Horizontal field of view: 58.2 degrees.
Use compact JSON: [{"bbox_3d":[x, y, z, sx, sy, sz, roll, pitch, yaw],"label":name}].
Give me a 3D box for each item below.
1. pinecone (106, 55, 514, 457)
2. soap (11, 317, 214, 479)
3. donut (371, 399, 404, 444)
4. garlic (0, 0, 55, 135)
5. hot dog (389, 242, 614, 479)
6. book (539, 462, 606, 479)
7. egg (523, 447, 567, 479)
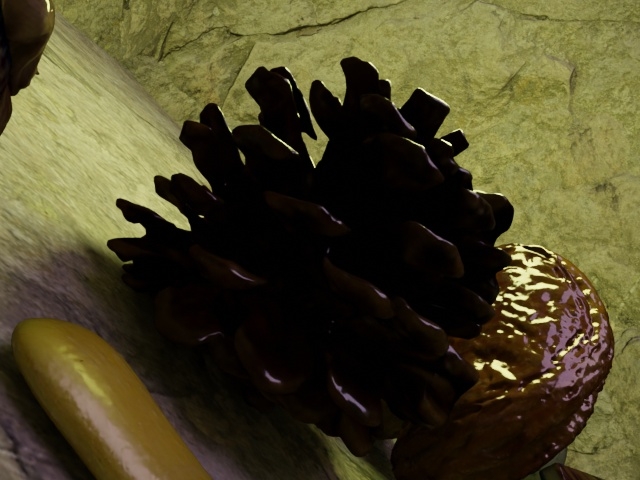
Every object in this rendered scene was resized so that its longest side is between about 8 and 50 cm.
[{"bbox_3d":[0.000,0.000,0.593,0.398,0.398,0.398,46,2,-2],"label":"pinecone"},{"bbox_3d":[-0.111,0.107,0.323,0.168,0.033,0.089,46,4,18],"label":"soap"},{"bbox_3d":[0.059,0.183,0.938,0.330,0.160,0.330,38,12,-10],"label":"donut"},{"bbox_3d":[-0.228,-0.141,0.298,0.245,0.160,0.245,30,-54,52],"label":"garlic"},{"bbox_3d":[0.225,0.171,0.733,0.174,0.267,0.387,34,46,2],"label":"hot dog"},{"bbox_3d":[0.372,0.445,0.534,0.300,0.039,0.428,30,32,-33],"label":"book"},{"bbox_3d":[0.296,0.310,1.081,0.287,0.287,0.379,45,5,-20],"label":"egg"}]
